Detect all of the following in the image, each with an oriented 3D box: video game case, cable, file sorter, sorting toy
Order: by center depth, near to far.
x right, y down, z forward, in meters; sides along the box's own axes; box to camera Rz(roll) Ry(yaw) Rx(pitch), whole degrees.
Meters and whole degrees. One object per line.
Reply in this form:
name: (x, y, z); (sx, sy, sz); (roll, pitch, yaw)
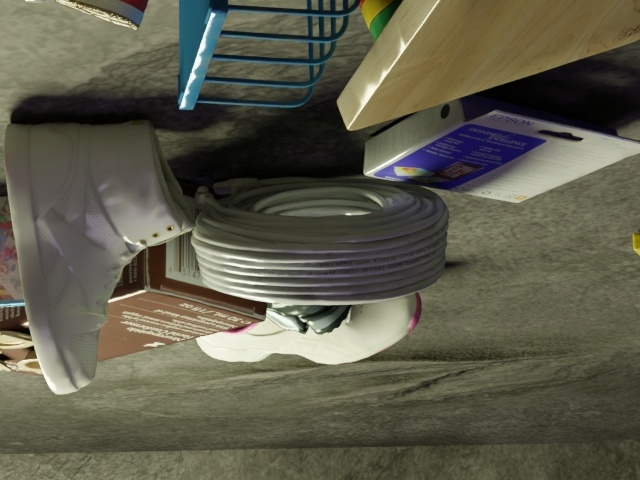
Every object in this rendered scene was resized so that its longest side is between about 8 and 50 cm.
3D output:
sorting toy: (0.145, -0.191, 1.043); (0.255, 0.089, 0.257); (-19, 169, -20)
file sorter: (-0.040, -0.175, 1.117); (0.104, 0.118, 0.170); (3, 162, -12)
cable: (0.000, 0.000, 1.574); (0.257, 0.089, 0.257); (-2, -166, -2)
video game case: (-0.367, 0.013, 1.682); (0.166, 0.119, 0.015); (-4, 166, 3)

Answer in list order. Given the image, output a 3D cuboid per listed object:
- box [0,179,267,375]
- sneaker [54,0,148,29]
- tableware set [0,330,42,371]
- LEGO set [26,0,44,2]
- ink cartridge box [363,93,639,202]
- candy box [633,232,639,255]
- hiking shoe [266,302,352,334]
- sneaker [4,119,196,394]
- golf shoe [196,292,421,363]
box: (-0.262, 0.047, 1.784); (0.381, 0.143, 0.191); (-14, 159, 39)
sneaker: (-0.168, -0.202, 1.164); (0.118, 0.067, 0.042); (23, 177, 26)
tableware set: (-0.369, 0.131, 1.782); (0.169, 0.020, 0.141); (-10, 160, 23)
LEGO set: (-0.258, -0.188, 1.066); (0.287, 0.107, 0.132); (-8, 162, 16)
ink cartridge box: (0.183, -0.095, 1.539); (0.206, 0.045, 0.208); (9, 161, -33)
candy box: (0.491, -0.001, 1.921); (0.206, 0.027, 0.105); (-10, 159, 20)
hiking shoe: (-0.112, 0.032, 1.863); (0.304, 0.113, 0.132); (-2, 134, 20)
sneaker: (-0.203, 0.020, 1.540); (0.169, 0.108, 0.292); (-5, 120, -3)
golf shoe: (-0.027, 0.092, 2.012); (0.306, 0.115, 0.140); (-7, 159, 11)
